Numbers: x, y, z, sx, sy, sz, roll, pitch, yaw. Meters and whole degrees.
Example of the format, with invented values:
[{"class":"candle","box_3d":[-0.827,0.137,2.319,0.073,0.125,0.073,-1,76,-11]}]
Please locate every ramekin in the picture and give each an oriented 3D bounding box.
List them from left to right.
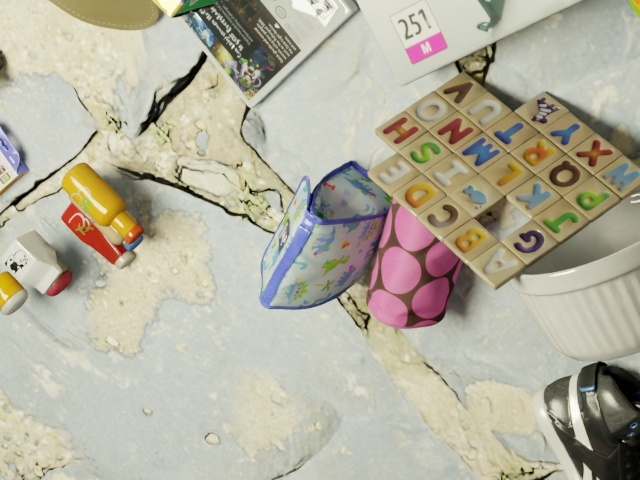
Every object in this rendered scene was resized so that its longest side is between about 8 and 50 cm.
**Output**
[{"class":"ramekin","box_3d":[0.290,0.029,1.833,0.207,0.207,0.109,-17,108,32]}]

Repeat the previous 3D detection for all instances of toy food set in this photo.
[{"class":"toy food set","box_3d":[-0.281,0.016,2.181,0.104,0.111,0.232,45,119,8]}]

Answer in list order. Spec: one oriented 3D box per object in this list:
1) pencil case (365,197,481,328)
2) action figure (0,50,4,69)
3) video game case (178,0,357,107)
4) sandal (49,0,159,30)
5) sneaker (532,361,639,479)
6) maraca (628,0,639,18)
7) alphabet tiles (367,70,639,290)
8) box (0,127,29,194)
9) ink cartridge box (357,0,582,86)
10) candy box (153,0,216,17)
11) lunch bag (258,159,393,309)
[{"class":"pencil case","box_3d":[0.118,-0.009,1.975,0.095,0.098,0.209,51,132,43]},{"class":"action figure","box_3d":[-0.449,-0.290,2.150,0.164,0.141,0.276,-2,110,31]},{"class":"video game case","box_3d":[-0.077,-0.265,2.027,0.173,0.022,0.190,-41,87,32]},{"class":"sandal","box_3d":[-0.288,-0.305,2.090,0.240,0.079,0.088,13,131,-8]},{"class":"sneaker","box_3d":[0.317,0.228,1.955,0.121,0.079,0.217,-31,90,34]},{"class":"maraca","box_3d":[0.334,-0.273,1.754,0.127,0.099,0.186,0,113,26]},{"class":"alphabet tiles","box_3d":[0.171,-0.074,1.866,0.237,0.198,0.009,44,159,34]},{"class":"box","box_3d":[-0.406,-0.086,2.264,0.136,0.028,0.081,-36,89,30]},{"class":"ink cartridge box","box_3d":[0.128,-0.305,1.843,0.275,0.060,0.239,-22,97,47]},{"class":"candy box","box_3d":[-0.136,-0.432,1.923,0.268,0.122,0.317,43,115,9]},{"class":"lunch bag","box_3d":[0.000,0.000,2.002,0.096,0.151,0.129,35,121,13]}]
